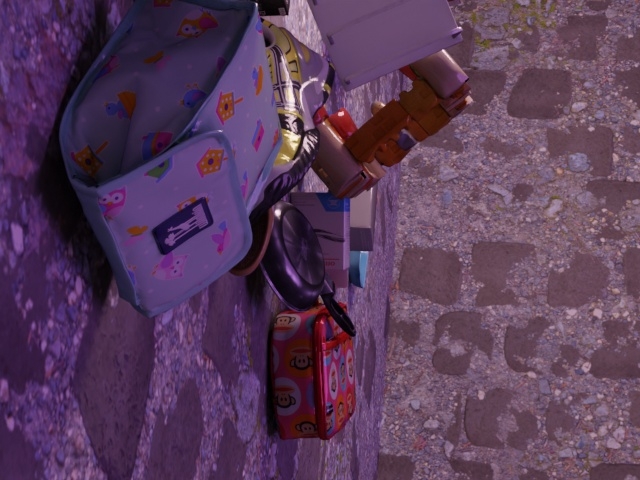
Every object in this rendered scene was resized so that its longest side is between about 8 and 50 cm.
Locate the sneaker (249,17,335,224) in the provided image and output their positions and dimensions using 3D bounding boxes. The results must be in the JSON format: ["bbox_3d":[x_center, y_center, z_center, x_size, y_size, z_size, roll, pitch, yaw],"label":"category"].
[{"bbox_3d":[-0.087,-0.165,1.450,0.147,0.145,0.385,39,31,-21],"label":"sneaker"}]

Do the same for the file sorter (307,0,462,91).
[{"bbox_3d":[0.067,-0.381,1.519,0.173,0.192,0.278,-59,126,-84],"label":"file sorter"}]

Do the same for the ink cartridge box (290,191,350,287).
[{"bbox_3d":[0.000,0.000,1.977,0.060,0.104,0.180,-11,101,-80],"label":"ink cartridge box"}]

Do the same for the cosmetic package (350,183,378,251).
[{"bbox_3d":[0.076,-0.105,2.399,0.127,0.107,0.238,75,15,-65],"label":"cosmetic package"}]

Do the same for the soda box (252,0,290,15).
[{"bbox_3d":[-0.086,-0.411,1.613,0.169,0.053,0.060,69,24,-65],"label":"soda box"}]

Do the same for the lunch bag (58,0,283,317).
[{"bbox_3d":[-0.144,-0.081,1.049,0.223,0.160,0.262,82,25,-55],"label":"lunch bag"}]

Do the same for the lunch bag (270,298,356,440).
[{"bbox_3d":[-0.013,0.212,1.921,0.293,0.120,0.258,-13,99,-79],"label":"lunch bag"}]

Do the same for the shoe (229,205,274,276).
[{"bbox_3d":[-0.097,-0.039,1.521,0.058,0.076,0.219,65,25,-55],"label":"shoe"}]

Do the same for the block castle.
[{"bbox_3d":[0.089,-0.248,1.845,0.213,0.303,0.453,50,9,4],"label":"block castle"}]

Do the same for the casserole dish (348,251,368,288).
[{"bbox_3d":[0.096,0.033,2.701,0.114,0.036,0.188,78,17,-52],"label":"casserole dish"}]

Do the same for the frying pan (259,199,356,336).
[{"bbox_3d":[-0.017,0.071,1.737,0.326,0.053,0.197,60,25,-20],"label":"frying pan"}]

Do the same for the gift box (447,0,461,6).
[{"bbox_3d":[0.141,-0.609,2.321,0.255,0.258,0.277,16,56,-77],"label":"gift box"}]
